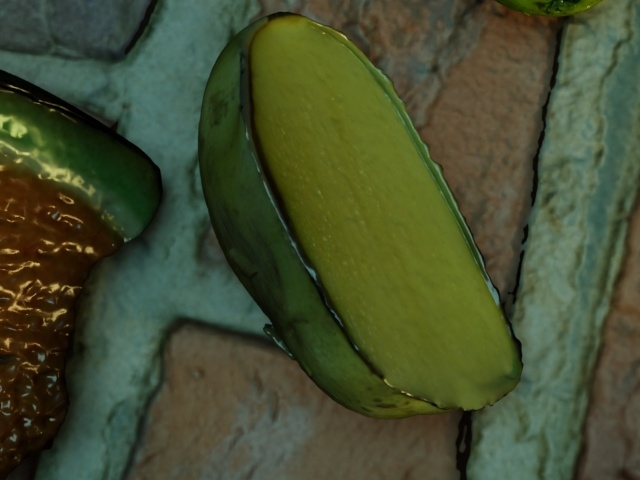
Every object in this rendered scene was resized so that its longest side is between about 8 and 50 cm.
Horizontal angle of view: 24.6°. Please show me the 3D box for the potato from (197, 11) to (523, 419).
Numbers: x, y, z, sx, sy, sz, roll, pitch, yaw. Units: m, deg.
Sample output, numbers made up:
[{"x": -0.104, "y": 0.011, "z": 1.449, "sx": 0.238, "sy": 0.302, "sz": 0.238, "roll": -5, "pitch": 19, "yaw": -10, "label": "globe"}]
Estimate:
[{"x": 0.000, "y": 0.000, "z": 0.897, "sx": 0.111, "sy": 0.160, "sz": 0.272, "roll": -33, "pitch": 79, "yaw": 41, "label": "potato"}]

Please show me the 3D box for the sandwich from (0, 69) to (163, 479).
[{"x": -0.248, "y": 0.032, "z": 0.930, "sx": 0.162, "sy": 0.250, "sz": 0.301, "roll": 5, "pitch": 85, "yaw": 56, "label": "sandwich"}]

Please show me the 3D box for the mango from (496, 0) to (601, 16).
[{"x": 0.128, "y": -0.216, "z": 0.941, "sx": 0.119, "sy": 0.100, "sz": 0.178, "roll": -14, "pitch": 61, "yaw": -33, "label": "mango"}]
